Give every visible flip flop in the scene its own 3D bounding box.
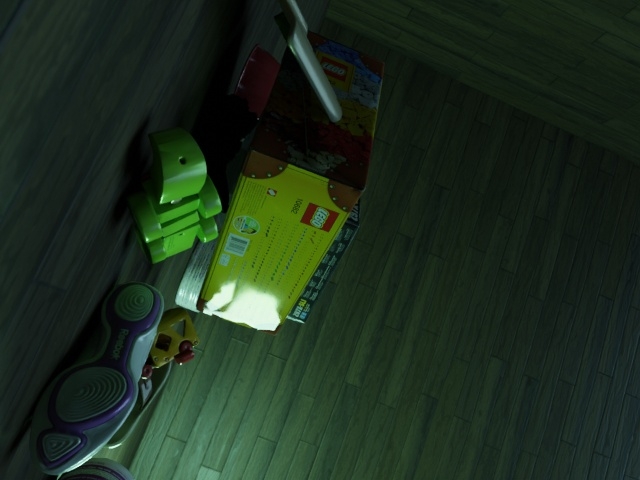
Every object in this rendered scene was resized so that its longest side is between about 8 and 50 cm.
[{"bbox_3d":[-0.430,0.331,1.257,0.080,0.112,0.277,92,21,-63],"label":"flip flop"}]

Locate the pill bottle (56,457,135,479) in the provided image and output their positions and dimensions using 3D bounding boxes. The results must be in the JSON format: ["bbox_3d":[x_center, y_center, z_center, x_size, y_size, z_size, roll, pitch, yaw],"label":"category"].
[{"bbox_3d":[-0.433,0.520,0.951,0.301,0.169,0.169,-131,-116,-84],"label":"pill bottle"}]

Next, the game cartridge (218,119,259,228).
[{"bbox_3d":[-0.208,-0.180,1.558,0.297,0.062,0.198,-57,-151,25],"label":"game cartridge"}]

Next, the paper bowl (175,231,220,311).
[{"bbox_3d":[-0.373,0.110,1.882,0.284,0.148,0.284,-156,-90,-84],"label":"paper bowl"}]

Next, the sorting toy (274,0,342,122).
[{"bbox_3d":[-0.056,-0.341,0.829,0.307,0.041,0.229,49,20,-60],"label":"sorting toy"}]

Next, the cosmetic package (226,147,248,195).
[{"bbox_3d":[-0.229,-0.178,1.369,0.231,0.085,0.117,-124,-124,-82],"label":"cosmetic package"}]

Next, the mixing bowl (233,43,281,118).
[{"bbox_3d":[-0.138,-0.365,1.325,0.181,0.098,0.181,-158,-90,-84],"label":"mixing bowl"}]

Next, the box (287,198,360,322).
[{"bbox_3d":[0.000,0.000,1.341,0.257,0.079,0.322,-80,-165,-54],"label":"box"}]

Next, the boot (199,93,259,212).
[{"bbox_3d":[-0.199,-0.174,1.138,0.246,0.094,0.207,110,6,-81],"label":"boot"}]

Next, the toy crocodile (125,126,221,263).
[{"bbox_3d":[-0.220,-0.047,0.810,0.115,0.105,0.340,-25,171,-19],"label":"toy crocodile"}]

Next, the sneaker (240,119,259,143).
[{"bbox_3d":[-0.168,-0.377,1.630,0.090,0.094,0.235,-138,-107,-82],"label":"sneaker"}]

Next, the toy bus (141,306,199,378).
[{"bbox_3d":[-0.352,0.209,1.115,0.202,0.191,0.104,-139,-151,-83],"label":"toy bus"}]

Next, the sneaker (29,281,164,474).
[{"bbox_3d":[-0.315,0.209,0.817,0.305,0.114,0.152,-73,-173,-48],"label":"sneaker"}]

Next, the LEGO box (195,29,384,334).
[{"bbox_3d":[-0.071,-0.099,1.125,0.500,0.193,0.372,120,-14,-48],"label":"LEGO box"}]
